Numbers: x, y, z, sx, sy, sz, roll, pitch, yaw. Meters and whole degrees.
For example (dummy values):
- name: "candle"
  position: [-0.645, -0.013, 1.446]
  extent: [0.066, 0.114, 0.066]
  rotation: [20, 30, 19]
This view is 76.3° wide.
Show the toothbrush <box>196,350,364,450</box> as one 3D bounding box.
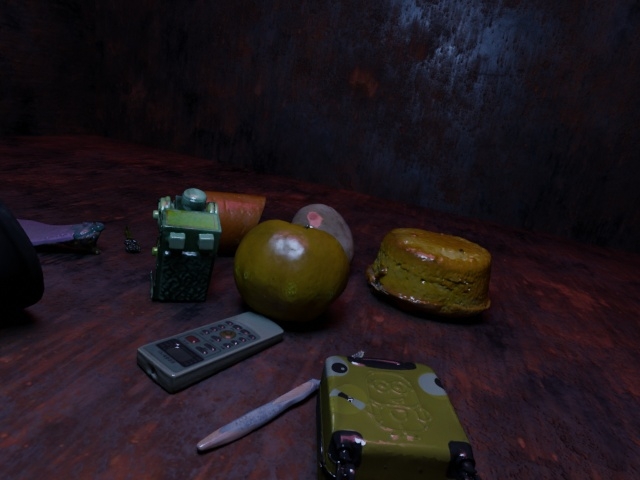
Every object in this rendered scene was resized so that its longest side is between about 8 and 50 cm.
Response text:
- name: "toothbrush"
  position: [-0.044, 0.271, 0.708]
  extent: [0.028, 0.037, 0.375]
  rotation: [22, 23, 41]

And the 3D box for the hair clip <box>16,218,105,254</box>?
- name: "hair clip"
  position: [-0.778, -0.015, 1.127]
  extent: [0.358, 0.110, 0.096]
  rotation: [7, -23, 3]

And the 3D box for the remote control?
- name: "remote control"
  position: [-0.204, 0.203, 0.811]
  extent: [0.123, 0.038, 0.285]
  rotation: [22, 21, 35]

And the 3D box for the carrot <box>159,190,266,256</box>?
- name: "carrot"
  position: [-0.339, -0.052, 1.283]
  extent: [0.330, 0.215, 0.193]
  rotation: [6, -11, -25]

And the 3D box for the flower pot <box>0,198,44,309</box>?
- name: "flower pot"
  position: [-0.701, 0.039, 0.670]
  extent: [0.379, 0.380, 0.251]
  rotation: [16, 39, 17]

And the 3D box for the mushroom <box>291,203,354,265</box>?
- name: "mushroom"
  position: [0.000, 0.000, 1.294]
  extent: [0.254, 0.255, 0.184]
  rotation: [-9, -8, -46]

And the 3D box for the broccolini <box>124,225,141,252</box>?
- name: "broccolini"
  position: [-0.590, -0.008, 1.271]
  extent: [0.042, 0.044, 0.218]
  rotation: [-15, 21, -22]

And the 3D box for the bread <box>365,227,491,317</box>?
- name: "bread"
  position: [0.323, 0.083, 1.215]
  extent: [0.357, 0.204, 0.337]
  rotation: [7, 13, -5]

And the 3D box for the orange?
- name: "orange"
  position: [-0.071, 0.073, 0.979]
  extent: [0.278, 0.235, 0.279]
  rotation: [17, 3, -1]

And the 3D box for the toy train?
- name: "toy train"
  position: [-0.324, 0.015, 0.978]
  extent: [0.158, 0.272, 0.188]
  rotation: [5, 35, -24]

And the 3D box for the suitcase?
- name: "suitcase"
  position: [0.088, 0.278, 0.572]
  extent: [0.193, 0.143, 0.235]
  rotation: [8, 19, -5]
